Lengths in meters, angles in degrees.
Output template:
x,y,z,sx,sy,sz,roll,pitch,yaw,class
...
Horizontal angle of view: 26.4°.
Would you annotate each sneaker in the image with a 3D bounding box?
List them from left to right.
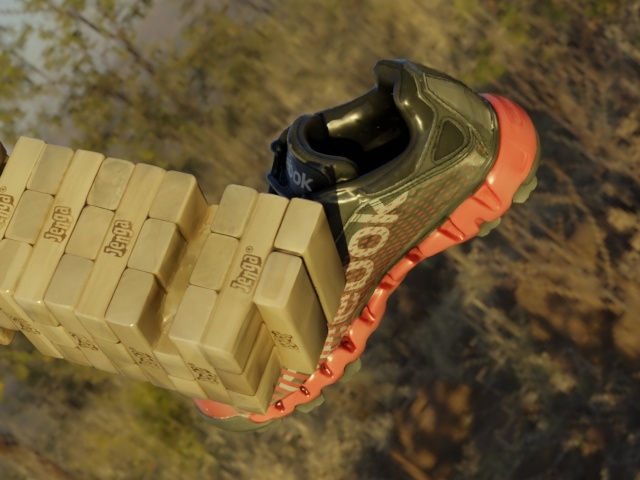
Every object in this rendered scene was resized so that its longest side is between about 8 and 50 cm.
x,y,z,sx,sy,sz,roll,pitch,yaw,class
0.000,0.000,0.819,0.276,0.135,0.097,-46,40,13,sneaker

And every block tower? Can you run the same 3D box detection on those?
x,y,z,sx,sy,sz,roll,pitch,yaw,class
-0.163,0.000,0.726,0.097,0.335,0.091,72,-146,-61,block tower
